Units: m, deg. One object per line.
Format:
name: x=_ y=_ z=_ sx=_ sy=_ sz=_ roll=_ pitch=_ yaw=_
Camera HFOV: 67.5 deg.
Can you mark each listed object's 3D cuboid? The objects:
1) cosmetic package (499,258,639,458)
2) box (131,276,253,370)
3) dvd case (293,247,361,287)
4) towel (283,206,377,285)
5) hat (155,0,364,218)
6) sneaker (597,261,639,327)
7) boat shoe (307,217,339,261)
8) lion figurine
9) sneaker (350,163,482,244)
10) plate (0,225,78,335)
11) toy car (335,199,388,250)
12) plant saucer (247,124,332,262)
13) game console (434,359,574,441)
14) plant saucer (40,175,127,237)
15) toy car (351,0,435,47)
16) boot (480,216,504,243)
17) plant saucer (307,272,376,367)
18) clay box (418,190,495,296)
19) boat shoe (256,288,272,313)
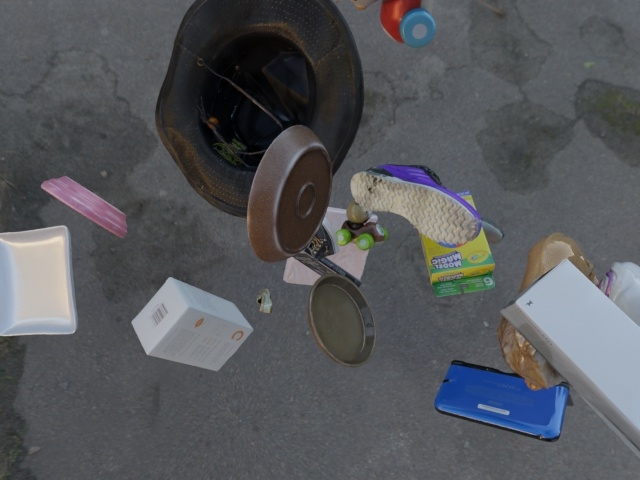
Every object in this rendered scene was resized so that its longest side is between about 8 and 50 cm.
cosmetic package: x=0.259 y=0.126 z=0.387 sx=0.060 sy=0.099 sz=0.239 roll=-42 pitch=72 yaw=3
box: x=-0.446 y=0.306 z=1.705 sx=0.215 sy=0.345 sz=0.168 roll=-49 pitch=52 yaw=3
dvd case: x=0.001 y=0.082 z=1.597 sx=0.238 sy=0.179 sz=0.029 roll=34 pitch=75 yaw=-24
towel: x=0.037 y=0.027 z=1.861 sx=0.317 sy=0.332 sz=0.053 roll=6 pitch=24 yaw=-19
hat: x=-0.075 y=-0.203 z=0.717 sx=0.331 sy=0.134 sz=0.331 roll=4 pitch=104 yaw=17
sneaker: x=0.465 y=0.118 z=0.630 sx=0.305 sy=0.152 sz=0.114 roll=41 pitch=59 yaw=-34
boat shoe: x=0.000 y=0.000 z=1.355 sx=0.083 sy=0.183 sz=0.065 roll=-29 pitch=57 yaw=-6
lion figurine: x=0.393 y=0.099 z=0.825 sx=0.240 sy=0.142 sz=0.392 roll=57 pitch=39 yaw=-30
sneaker: x=0.214 y=-0.097 z=0.976 sx=0.146 sy=0.102 sz=0.293 roll=-28 pitch=43 yaw=-36
plate: x=-0.750 y=0.109 z=1.268 sx=0.277 sy=0.045 sz=0.278 roll=-5 pitch=89 yaw=19
toy car: x=0.139 y=-0.080 z=1.532 sx=0.149 sy=0.155 sz=0.188 roll=12 pitch=106 yaw=27
plant saucer: x=-0.027 y=-0.050 z=0.571 sx=0.029 sy=0.168 sz=0.168 roll=17 pitch=66 yaw=23
game console: x=0.479 y=0.428 z=1.241 sx=0.293 sy=0.173 sz=0.250 roll=3 pitch=33 yaw=34
plant saucer: x=-0.853 y=-0.132 z=1.773 sx=0.332 sy=0.332 sz=0.084 roll=33 pitch=80 yaw=4
toy car: x=0.120 y=-0.536 z=1.017 sx=0.238 sy=0.210 sz=0.219 roll=3 pitch=37 yaw=-1
boot: x=0.450 y=-0.014 z=1.528 sx=0.246 sy=0.083 sz=0.161 roll=26 pitch=52 yaw=9
plant saucer: x=0.059 y=0.229 z=1.378 sx=0.278 sy=0.041 sz=0.278 roll=28 pitch=48 yaw=-37
clay box: x=0.279 y=0.004 z=1.008 sx=0.127 sy=0.053 sz=0.222 roll=-11 pitch=54 yaw=6
boat shoe: x=-0.193 y=0.202 z=1.622 sx=0.045 sy=0.135 sz=0.050 roll=3 pitch=107 yaw=-16
